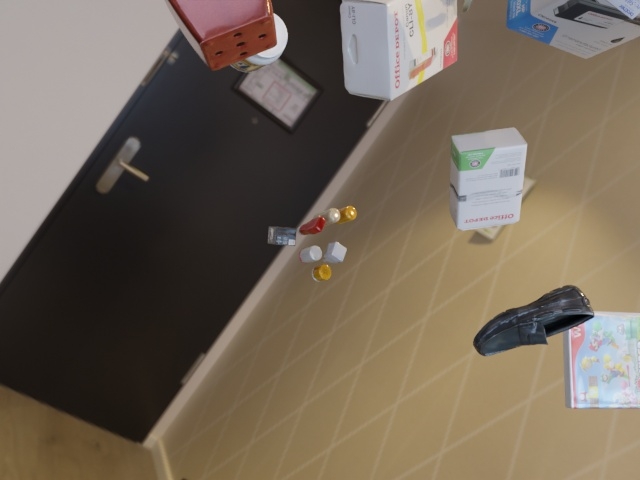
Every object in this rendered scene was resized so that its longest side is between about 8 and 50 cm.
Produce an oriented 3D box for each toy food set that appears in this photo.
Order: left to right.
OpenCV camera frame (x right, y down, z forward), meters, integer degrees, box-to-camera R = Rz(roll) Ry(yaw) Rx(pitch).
[{"bbox_3d":[0.000,0.000,1.814,0.111,0.232,0.104,34,-28,-26],"label":"toy food set"}]

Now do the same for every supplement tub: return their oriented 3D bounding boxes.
[{"bbox_3d":[-0.183,-0.553,1.888,0.144,0.144,0.200,35,-10,-21],"label":"supplement tub"}]

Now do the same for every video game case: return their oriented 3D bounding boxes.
[{"bbox_3d":[0.650,0.255,1.450,0.285,0.204,0.025,3,-9,-14],"label":"video game case"}]

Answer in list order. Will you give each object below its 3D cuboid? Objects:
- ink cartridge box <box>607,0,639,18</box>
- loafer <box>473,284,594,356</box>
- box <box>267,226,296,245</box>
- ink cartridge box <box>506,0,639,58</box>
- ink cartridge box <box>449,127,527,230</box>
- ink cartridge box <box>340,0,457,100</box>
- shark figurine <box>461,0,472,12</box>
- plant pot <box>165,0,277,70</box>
[{"bbox_3d":[0.536,-0.519,1.306,0.207,0.046,0.097,27,48,-16],"label":"ink cartridge box"},{"bbox_3d":[0.389,0.158,1.246,0.076,0.223,0.078,59,7,-42],"label":"loafer"},{"bbox_3d":[-0.111,-0.012,1.944,0.062,0.052,0.083,5,1,-21],"label":"box"},{"bbox_3d":[0.685,-0.606,1.615,0.286,0.166,0.395,11,-10,-24],"label":"ink cartridge box"},{"bbox_3d":[0.397,-0.146,1.633,0.092,0.160,0.219,-100,-177,-53],"label":"ink cartridge box"},{"bbox_3d":[0.241,-0.606,1.991,0.160,0.385,0.279,19,-50,35],"label":"ink cartridge box"},{"bbox_3d":[0.450,-0.809,2.058,0.278,0.116,0.166,55,-30,28],"label":"shark figurine"},{"bbox_3d":[-0.234,-0.573,1.636,0.267,0.267,0.235,84,-16,-82],"label":"plant pot"}]
